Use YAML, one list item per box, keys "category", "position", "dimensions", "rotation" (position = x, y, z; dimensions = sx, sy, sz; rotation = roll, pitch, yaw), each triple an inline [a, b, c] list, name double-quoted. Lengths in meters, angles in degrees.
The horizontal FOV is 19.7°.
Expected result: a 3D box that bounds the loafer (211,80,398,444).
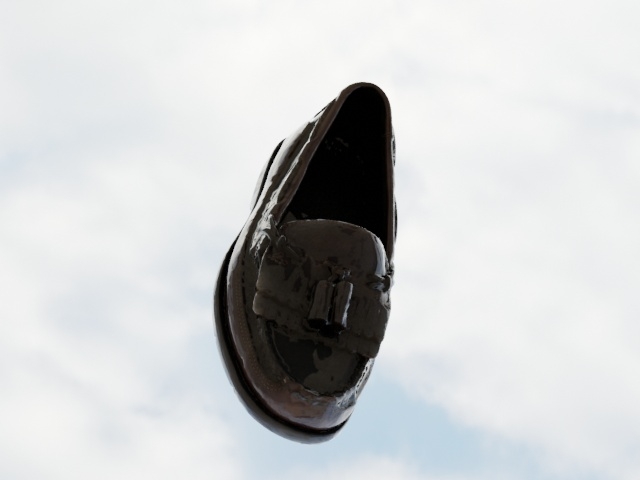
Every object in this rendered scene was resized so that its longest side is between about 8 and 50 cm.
- category: "loafer"
  position: [0.000, 0.000, 1.193]
  dimensions: [0.109, 0.095, 0.302]
  rotation: [24, -146, -13]
